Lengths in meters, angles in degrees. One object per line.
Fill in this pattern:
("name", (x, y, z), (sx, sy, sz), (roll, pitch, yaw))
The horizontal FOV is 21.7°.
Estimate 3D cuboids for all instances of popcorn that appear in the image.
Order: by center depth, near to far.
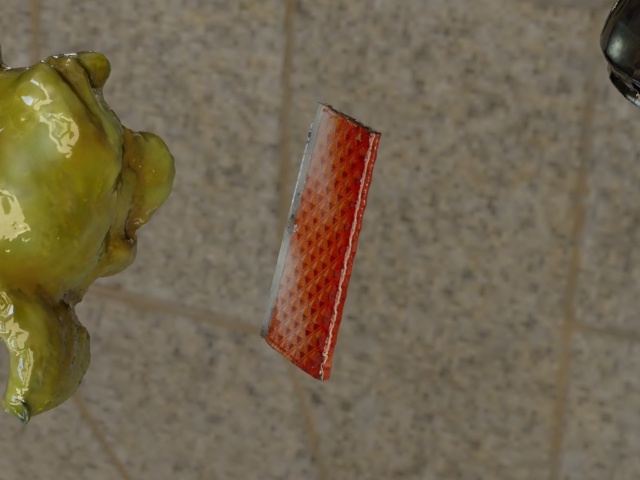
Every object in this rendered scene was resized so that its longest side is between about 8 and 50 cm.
("popcorn", (-0.269, -0.006, 1.372), (0.290, 0.326, 0.321), (-23, -28, -32))

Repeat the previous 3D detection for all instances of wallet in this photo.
("wallet", (0.000, 0.000, 1.277), (0.020, 0.103, 0.197), (6, -75, -30))

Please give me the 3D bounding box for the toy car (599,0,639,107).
("toy car", (0.262, -0.109, 0.737), (0.190, 0.255, 0.189), (-11, -48, -50))
